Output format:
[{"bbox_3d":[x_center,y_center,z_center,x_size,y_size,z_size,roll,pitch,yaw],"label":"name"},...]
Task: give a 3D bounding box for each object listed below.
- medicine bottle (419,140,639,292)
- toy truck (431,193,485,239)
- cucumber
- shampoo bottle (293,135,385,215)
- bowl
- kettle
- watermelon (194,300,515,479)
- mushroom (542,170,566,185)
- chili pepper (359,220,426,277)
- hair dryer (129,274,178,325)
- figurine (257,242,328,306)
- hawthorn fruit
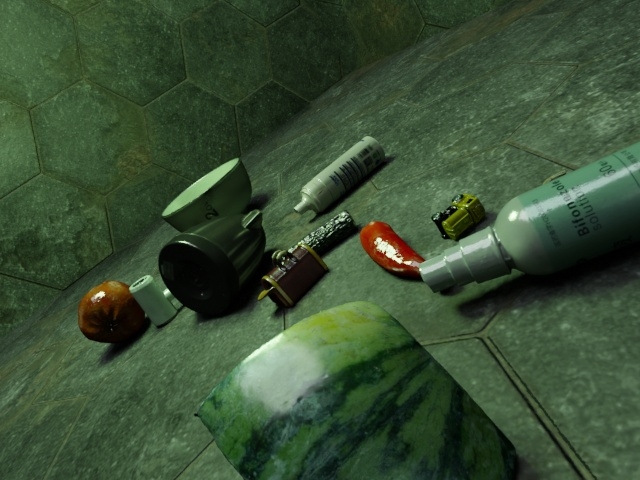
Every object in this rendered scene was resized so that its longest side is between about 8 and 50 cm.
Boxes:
[{"bbox_3d":[0.297,-0.017,0.599,0.352,0.110,0.110,-26,23,20],"label":"medicine bottle"},{"bbox_3d":[0.244,-0.042,0.816,0.083,0.049,0.054,-39,23,-9],"label":"toy truck"},{"bbox_3d":[-0.001,-0.001,1.072,0.187,0.058,0.058,-35,21,-4],"label":"cucumber"},{"bbox_3d":[0.047,-0.171,1.321,0.303,0.092,0.092,-41,22,-15],"label":"shampoo bottle"},{"bbox_3d":[-0.387,-0.128,1.724,0.354,0.185,0.353,-29,22,13],"label":"bowl"},{"bbox_3d":[-0.235,0.045,1.185,0.208,0.250,0.271,13,35,22],"label":"kettle"},{"bbox_3d":[0.045,0.213,0.479,0.213,0.201,0.262,-39,64,-14],"label":"watermelon"},{"bbox_3d":[0.291,-0.020,0.723,0.306,0.043,0.068,-36,46,-8],"label":"mushroom"},{"bbox_3d":[0.122,0.012,0.865,0.071,0.063,0.272,-46,24,4],"label":"chili pepper"},{"bbox_3d":[-0.388,0.117,1.296,0.237,0.131,0.073,-34,20,-16],"label":"hair dryer"},{"bbox_3d":[-0.071,0.069,0.970,0.154,0.098,0.082,-41,26,-25],"label":"figurine"},{"bbox_3d":[-0.590,0.193,1.339,0.179,0.179,0.200,-33,26,2],"label":"hawthorn fruit"}]
